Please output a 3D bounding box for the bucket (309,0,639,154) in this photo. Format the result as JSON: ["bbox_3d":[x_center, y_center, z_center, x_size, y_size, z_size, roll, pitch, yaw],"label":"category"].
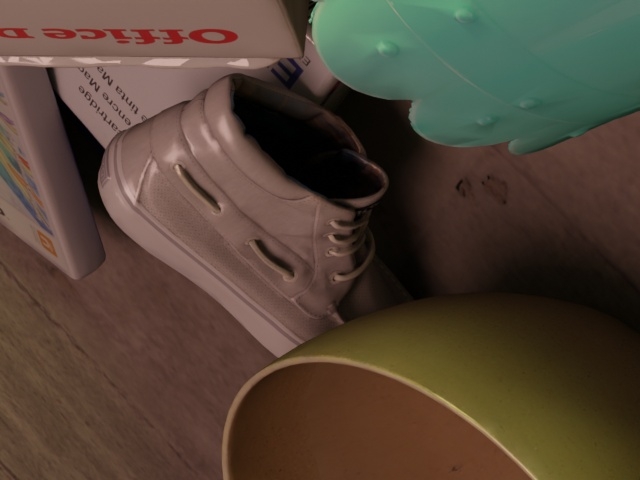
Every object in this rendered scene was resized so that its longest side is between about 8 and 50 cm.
[{"bbox_3d":[0.114,-0.179,0.744,0.183,0.281,0.281,-17,105,47],"label":"bucket"}]

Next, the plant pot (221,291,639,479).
[{"bbox_3d":[0.111,0.139,1.051,0.284,0.191,0.284,28,137,30],"label":"plant pot"}]

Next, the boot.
[{"bbox_3d":[0.000,0.000,1.093,0.258,0.095,0.123,33,137,-31],"label":"boot"}]

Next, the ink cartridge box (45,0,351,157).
[{"bbox_3d":[-0.140,-0.155,1.192,0.324,0.071,0.330,48,141,6],"label":"ink cartridge box"}]

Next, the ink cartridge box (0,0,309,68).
[{"bbox_3d":[-0.164,-0.221,0.859,0.279,0.160,0.385,2,165,8],"label":"ink cartridge box"}]

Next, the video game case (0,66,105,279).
[{"bbox_3d":[-0.289,-0.154,1.299,0.300,0.036,0.329,33,150,34],"label":"video game case"}]
